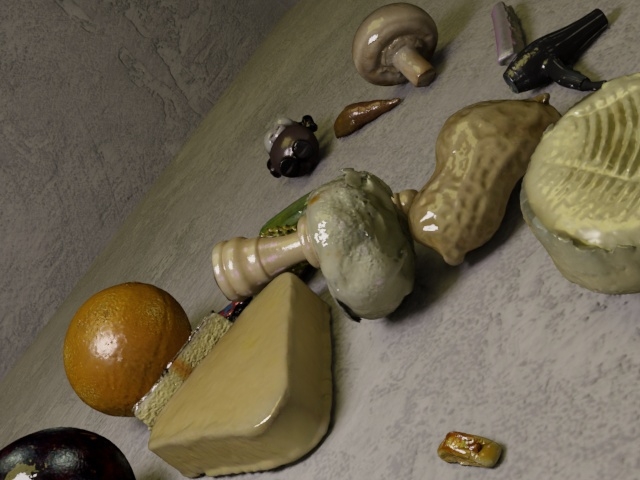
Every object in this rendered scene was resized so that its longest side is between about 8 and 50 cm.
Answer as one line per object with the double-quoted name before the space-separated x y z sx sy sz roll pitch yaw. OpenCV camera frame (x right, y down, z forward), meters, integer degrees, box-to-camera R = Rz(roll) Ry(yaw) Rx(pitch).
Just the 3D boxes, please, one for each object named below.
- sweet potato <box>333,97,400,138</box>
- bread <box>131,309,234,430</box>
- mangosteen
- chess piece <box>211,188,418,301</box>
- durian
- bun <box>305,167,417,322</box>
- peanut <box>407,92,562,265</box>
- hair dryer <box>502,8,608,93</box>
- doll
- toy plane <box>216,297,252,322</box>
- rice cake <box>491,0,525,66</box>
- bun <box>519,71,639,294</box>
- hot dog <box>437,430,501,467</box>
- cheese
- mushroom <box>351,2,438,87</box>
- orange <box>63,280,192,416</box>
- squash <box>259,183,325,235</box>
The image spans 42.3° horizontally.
"sweet potato" 0.096 -0.302 1.962 0.226 0.068 0.068 -25 30 44
"bread" -0.249 0.242 1.547 0.240 0.135 0.178 -54 22 -11
"mangosteen" -0.432 0.452 1.354 0.288 0.288 0.288 -39 22 19
"chess piece" 0.000 0.000 1.472 0.396 0.117 0.117 -19 31 21
"durian" -0.083 0.045 1.606 0.186 0.119 0.108 -34 20 27
"bun" 0.071 0.002 1.256 0.141 0.239 0.239 -19 28 10
"peanut" 0.233 -0.107 1.226 0.291 0.159 0.143 -51 -16 -10
"hair dryer" 0.420 -0.287 1.345 0.195 0.075 0.219 -36 32 4
"doll" -0.074 -0.231 2.086 0.182 0.117 0.257 -49 23 11
"toy plane" -0.194 0.157 1.695 0.189 0.061 0.130 -50 5 21
"rice cake" 0.371 -0.412 1.649 0.055 0.049 0.270 -50 17 34
"bun" 0.352 -0.049 0.890 0.259 0.152 0.259 -23 45 25
"hot dog" 0.160 0.231 0.925 0.090 0.034 0.030 -14 38 57
"cheese" -0.100 0.240 1.309 0.384 0.104 0.384 -39 22 19
"mushroom" 0.185 -0.423 1.881 0.207 0.207 0.215 -42 55 14
"orange" -0.383 0.218 1.668 0.274 0.274 0.274 -39 22 19
"squash" -0.047 -0.051 1.789 0.228 0.066 0.066 -33 25 28
